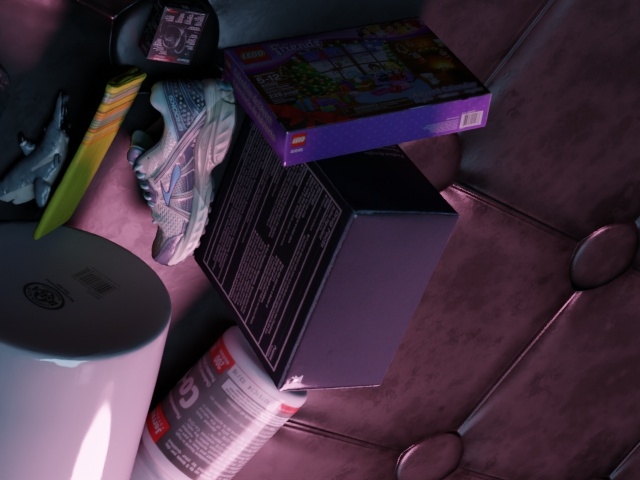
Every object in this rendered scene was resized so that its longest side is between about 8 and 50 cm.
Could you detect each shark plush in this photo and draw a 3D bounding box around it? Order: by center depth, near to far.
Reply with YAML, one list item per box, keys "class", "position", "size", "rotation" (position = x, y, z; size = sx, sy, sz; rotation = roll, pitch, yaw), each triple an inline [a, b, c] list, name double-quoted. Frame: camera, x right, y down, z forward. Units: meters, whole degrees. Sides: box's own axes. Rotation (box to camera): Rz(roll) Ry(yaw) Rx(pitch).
- class: "shark plush"
  position: [-0.354, -0.109, 1.771]
  size: [0.067, 0.073, 0.161]
  rotation: [25, 121, -9]

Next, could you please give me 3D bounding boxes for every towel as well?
- class: "towel"
  position: [-0.296, -0.111, 1.785]
  size: [0.237, 0.021, 0.102]
  rotation: [-58, 174, 22]

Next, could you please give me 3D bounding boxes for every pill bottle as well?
- class: "pill bottle"
  position: [-0.168, 0.280, 2.140]
  size: [0.283, 0.161, 0.161]
  rotation: [-47, 136, 11]

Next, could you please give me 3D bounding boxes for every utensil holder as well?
- class: "utensil holder"
  position: [-0.384, 0.214, 1.835]
  size: [0.328, 0.327, 0.385]
  rotation: [-2, 125, -31]

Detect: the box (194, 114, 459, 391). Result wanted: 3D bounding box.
- class: "box"
  position: [0.000, 0.000, 1.908]
  size: [0.183, 0.294, 0.296]
  rotation: [2, 126, -33]

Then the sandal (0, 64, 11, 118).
- class: "sandal"
  position: [-0.533, -0.193, 1.538]
  size: [0.167, 0.107, 0.446]
  rotation: [-55, 151, 10]

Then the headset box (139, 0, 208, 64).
- class: "headset box"
  position: [-0.185, -0.258, 1.761]
  size: [0.062, 0.032, 0.083]
  rotation: [4, 125, -33]

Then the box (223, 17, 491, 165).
- class: "box"
  position: [0.045, -0.199, 1.833]
  size: [0.293, 0.201, 0.057]
  rotation: [-13, 133, -23]

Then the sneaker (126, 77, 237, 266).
- class: "sneaker"
  position: [-0.201, -0.096, 1.862]
  size: [0.122, 0.110, 0.283]
  rotation: [9, 120, -16]
